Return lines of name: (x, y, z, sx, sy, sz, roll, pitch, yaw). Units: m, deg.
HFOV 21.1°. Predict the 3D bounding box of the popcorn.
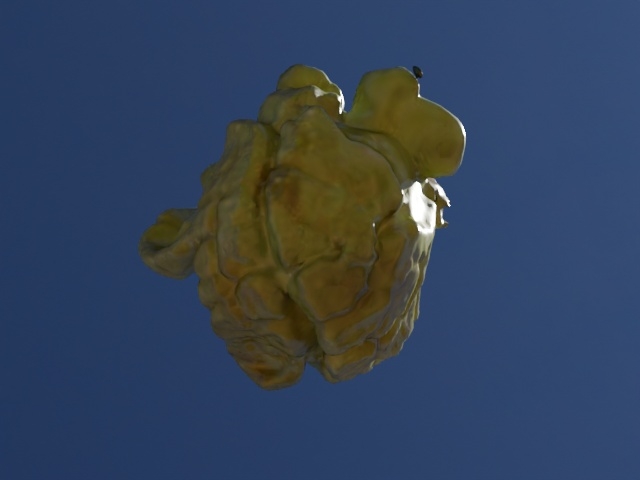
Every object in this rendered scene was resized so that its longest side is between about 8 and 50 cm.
popcorn: (0.000, 0.000, 0.811, 0.162, 0.135, 0.141, -21, -60, -8)
